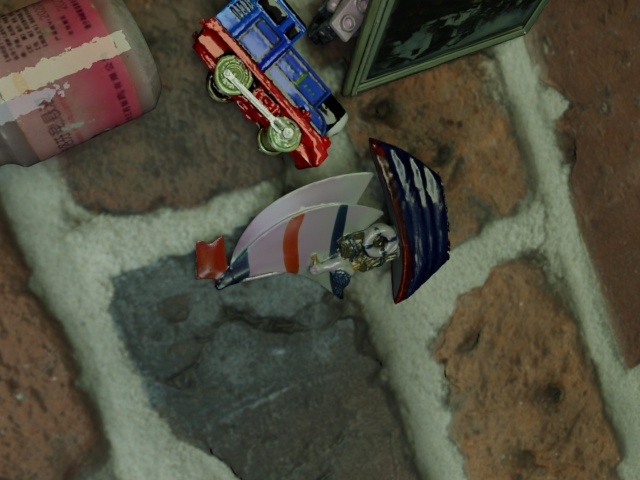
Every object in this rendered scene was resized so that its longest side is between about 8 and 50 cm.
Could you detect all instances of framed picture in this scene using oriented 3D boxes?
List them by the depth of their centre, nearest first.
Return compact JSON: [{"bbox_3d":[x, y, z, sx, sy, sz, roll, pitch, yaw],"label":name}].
[{"bbox_3d":[0.175,-0.272,0.759,0.296,0.232,0.019,-22,74,-15],"label":"framed picture"}]

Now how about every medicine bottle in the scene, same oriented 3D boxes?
[{"bbox_3d":[-0.296,-0.151,0.650,0.247,0.147,0.147,-30,102,-14],"label":"medicine bottle"}]

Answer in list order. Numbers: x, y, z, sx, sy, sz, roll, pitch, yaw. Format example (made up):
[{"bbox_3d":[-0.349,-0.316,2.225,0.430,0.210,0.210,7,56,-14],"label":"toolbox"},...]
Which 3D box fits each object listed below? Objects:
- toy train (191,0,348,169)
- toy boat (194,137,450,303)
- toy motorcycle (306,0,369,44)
[{"bbox_3d":[-0.052,-0.188,0.759,0.131,0.082,0.204,-46,106,-12],"label":"toy train"},{"bbox_3d":[0.016,-0.023,0.788,0.318,0.072,0.219,9,114,-15],"label":"toy boat"},{"bbox_3d":[0.094,-0.322,0.735,0.108,0.204,0.239,26,89,-29],"label":"toy motorcycle"}]
